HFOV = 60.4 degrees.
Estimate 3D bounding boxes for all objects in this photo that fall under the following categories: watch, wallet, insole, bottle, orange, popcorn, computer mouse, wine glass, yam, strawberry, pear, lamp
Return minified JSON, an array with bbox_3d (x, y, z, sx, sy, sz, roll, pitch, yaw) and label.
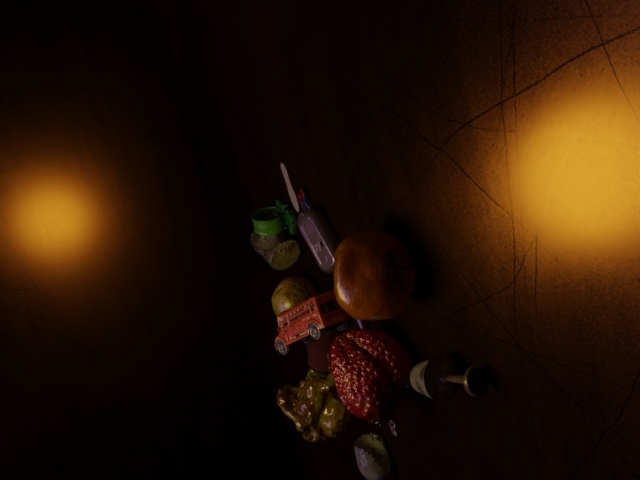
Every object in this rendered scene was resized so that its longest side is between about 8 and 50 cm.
[{"bbox_3d":[-0.190,-0.083,2.180,0.165,0.152,0.131,44,147,51],"label":"watch"},{"bbox_3d":[0.121,0.306,1.947,0.229,0.049,0.182,65,156,2],"label":"wallet"},{"bbox_3d":[-0.116,-0.200,2.079,0.065,0.004,0.197,6,116,68],"label":"insole"},{"bbox_3d":[0.013,0.366,2.161,0.144,0.144,0.336,45,148,46],"label":"bottle"},{"bbox_3d":[0.139,0.093,1.441,0.183,0.249,0.249,-28,84,54],"label":"orange"},{"bbox_3d":[0.008,0.686,2.350,0.290,0.321,0.326,58,-177,-25],"label":"popcorn"},{"bbox_3d":[0.001,0.000,1.881,0.120,0.057,0.232,-36,81,44],"label":"computer mouse"},{"bbox_3d":[0.228,0.938,2.200,0.143,0.143,0.321,4,114,68],"label":"wine glass"},{"bbox_3d":[-0.184,0.027,2.282,0.254,0.154,0.154,32,140,58],"label":"yam"},{"bbox_3d":[0.145,0.407,1.691,0.288,0.250,0.238,38,154,13],"label":"strawberry"},{"bbox_3d":[-0.096,0.244,2.227,0.197,0.197,0.197,52,154,37],"label":"pear"},{"bbox_3d":[0.321,0.351,1.391,0.214,0.121,0.121,-18,94,61],"label":"lamp"}]

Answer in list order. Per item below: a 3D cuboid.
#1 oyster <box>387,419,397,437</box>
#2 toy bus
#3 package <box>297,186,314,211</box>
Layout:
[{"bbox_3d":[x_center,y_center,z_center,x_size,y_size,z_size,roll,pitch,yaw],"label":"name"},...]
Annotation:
[{"bbox_3d":[0.260,0.686,2.027,0.054,0.019,0.083,14,123,66],"label":"oyster"},{"bbox_3d":[-0.049,0.295,1.971,0.329,0.143,0.153,-35,73,48],"label":"toy bus"},{"bbox_3d":[-0.033,-0.091,1.958,0.200,0.022,0.083,64,159,9],"label":"package"}]
